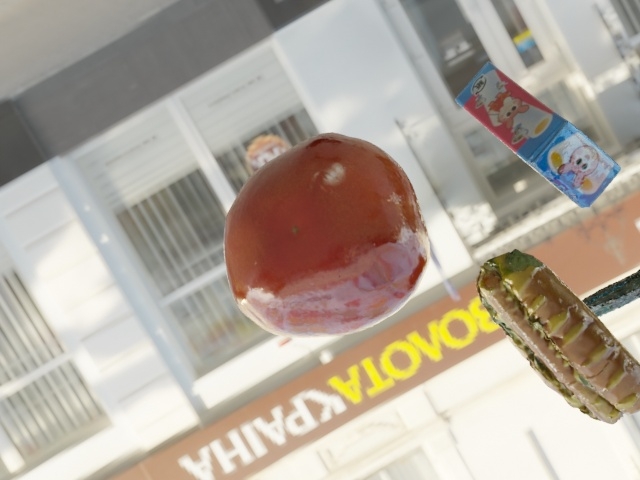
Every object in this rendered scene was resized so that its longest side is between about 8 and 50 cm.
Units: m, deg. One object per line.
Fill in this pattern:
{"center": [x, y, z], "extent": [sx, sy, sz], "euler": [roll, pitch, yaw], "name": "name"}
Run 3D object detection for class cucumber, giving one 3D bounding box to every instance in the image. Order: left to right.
{"center": [0.491, 0.063, 1.745], "extent": [0.257, 0.043, 0.044], "euler": [-33, 165, 32], "name": "cucumber"}

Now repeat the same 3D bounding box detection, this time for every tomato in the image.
{"center": [-0.001, -0.004, 1.364], "extent": [0.260, 0.260, 0.180], "euler": [-28, 168, 10], "name": "tomato"}

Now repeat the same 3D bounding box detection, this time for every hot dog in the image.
{"center": [0.292, 0.122, 1.403], "extent": [0.072, 0.269, 0.115], "euler": [-50, -175, -36], "name": "hot dog"}

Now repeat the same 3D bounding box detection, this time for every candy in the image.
{"center": [0.367, -0.185, 1.959], "extent": [0.100, 0.157, 0.306], "euler": [-48, -150, 10], "name": "candy"}
